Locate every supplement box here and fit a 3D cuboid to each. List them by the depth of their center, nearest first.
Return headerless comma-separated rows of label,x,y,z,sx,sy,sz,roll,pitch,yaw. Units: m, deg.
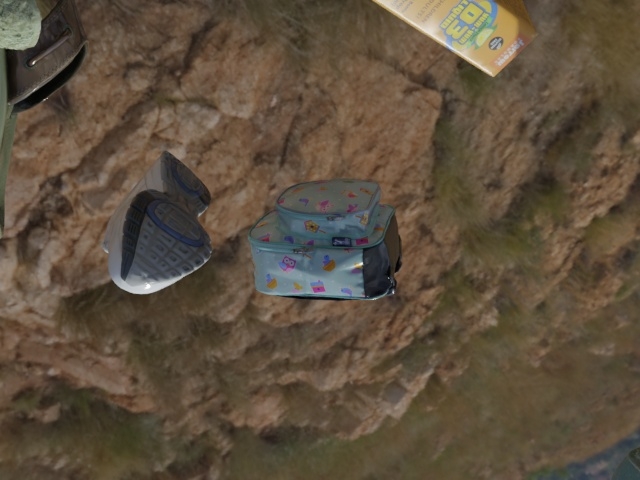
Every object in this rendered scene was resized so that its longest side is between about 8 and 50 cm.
supplement box,0.135,-0.275,0.749,0.233,0.080,0.078,18,133,-34

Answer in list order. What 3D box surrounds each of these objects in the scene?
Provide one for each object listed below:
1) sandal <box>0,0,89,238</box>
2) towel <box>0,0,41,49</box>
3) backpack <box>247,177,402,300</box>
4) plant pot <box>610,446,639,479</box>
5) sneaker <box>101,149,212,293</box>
sandal,-0.242,-0.145,0.562,0.086,0.120,0.302,8,99,-16
towel,-0.198,-0.161,0.314,0.027,0.148,0.110,-12,-171,36
backpack,0.000,0.000,0.871,0.188,0.166,0.144,-8,111,16
plant pot,0.513,0.381,0.850,0.248,0.247,0.252,-21,108,0
sneaker,-0.208,-0.005,0.820,0.129,0.297,0.111,-40,109,12
